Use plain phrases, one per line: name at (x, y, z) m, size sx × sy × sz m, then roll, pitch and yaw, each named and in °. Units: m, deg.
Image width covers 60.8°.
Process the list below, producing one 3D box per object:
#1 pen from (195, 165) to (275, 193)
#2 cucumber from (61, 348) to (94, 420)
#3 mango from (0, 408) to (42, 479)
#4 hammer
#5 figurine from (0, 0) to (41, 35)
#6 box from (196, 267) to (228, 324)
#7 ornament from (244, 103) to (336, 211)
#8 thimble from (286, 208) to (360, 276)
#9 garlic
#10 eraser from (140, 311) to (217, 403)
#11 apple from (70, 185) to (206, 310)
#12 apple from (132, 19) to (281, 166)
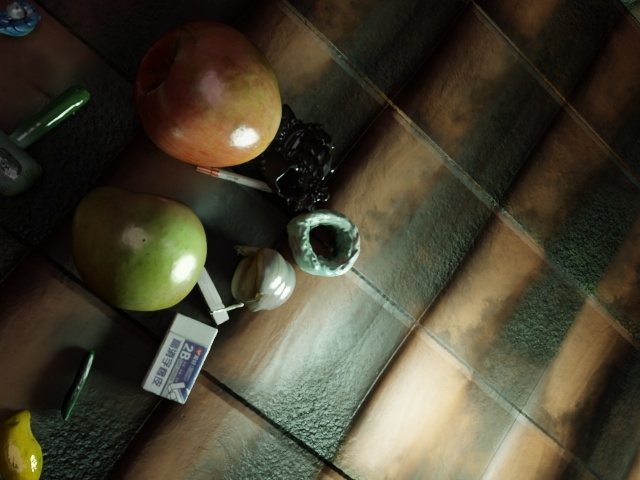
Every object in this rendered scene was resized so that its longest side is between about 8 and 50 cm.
pen at (-0.236, -0.176, 1.550) m, size 0.239 × 0.028 × 0.028 m, roll 15°, pitch 82°, yaw -19°
cucumber at (-0.613, 0.365, 1.380) m, size 0.033 × 0.036 × 0.184 m, roll 27°, pitch 77°, yaw -24°
mango at (-0.727, 0.507, 1.311) m, size 0.098 × 0.075 × 0.190 m, roll -10°, pitch 84°, yaw -38°
hammer at (-0.713, -0.276, 1.353) m, size 0.206 × 0.119 × 0.335 m, roll 46°, pitch 67°, yaw -12°
figurine at (-0.761, -0.551, 1.361) m, size 0.114 × 0.079 × 0.114 m, roll 2°, pitch 64°, yaw -5°
box at (-0.300, 0.148, 1.478) m, size 0.040 × 0.084 × 0.154 m, roll -25°, pitch 94°, yaw -19°
ornament at (-0.061, -0.223, 1.523) m, size 0.260 × 0.106 × 0.251 m, roll 33°, pitch 76°, yaw 15°
thimble at (0.000, 0.000, 1.559) m, size 0.211 × 0.149 × 0.185 m, roll 35°, pitch 78°, yaw -15°
garlic at (-0.200, 0.098, 1.473) m, size 0.256 × 0.207 × 0.207 m, roll -16°, pitch 92°, yaw -24°
eraser at (-0.374, 0.310, 1.451) m, size 0.124 × 0.068 × 0.210 m, roll 26°, pitch 78°, yaw -14°
apple at (-0.439, 0.024, 1.322) m, size 0.319 × 0.319 × 0.277 m, roll 10°, pitch 89°, yaw -19°
apple at (-0.274, -0.356, 1.381) m, size 0.364 × 0.364 × 0.364 m, roll 1°, pitch 86°, yaw -19°
